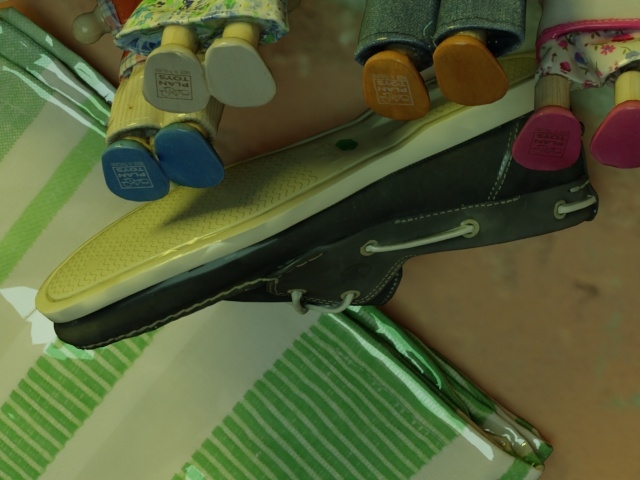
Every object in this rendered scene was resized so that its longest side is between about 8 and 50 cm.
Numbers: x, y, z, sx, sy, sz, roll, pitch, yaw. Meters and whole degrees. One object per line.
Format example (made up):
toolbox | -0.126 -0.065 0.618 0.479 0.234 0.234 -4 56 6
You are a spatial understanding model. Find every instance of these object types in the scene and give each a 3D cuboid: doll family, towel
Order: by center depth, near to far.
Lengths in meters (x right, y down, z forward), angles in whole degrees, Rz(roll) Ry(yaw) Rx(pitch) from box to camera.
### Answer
doll family | 0.020 -0.119 0.683 0.263 0.163 0.118 -2 143 12
towel | -0.093 0.079 0.824 0.325 0.038 0.248 38 111 -1

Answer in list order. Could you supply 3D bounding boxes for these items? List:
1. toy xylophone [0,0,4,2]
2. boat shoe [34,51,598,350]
toy xylophone | -0.076 -0.204 0.639 0.081 0.236 0.322 33 112 -8
boat shoe | 0.000 0.000 0.735 0.233 0.084 0.079 -21 112 -3
